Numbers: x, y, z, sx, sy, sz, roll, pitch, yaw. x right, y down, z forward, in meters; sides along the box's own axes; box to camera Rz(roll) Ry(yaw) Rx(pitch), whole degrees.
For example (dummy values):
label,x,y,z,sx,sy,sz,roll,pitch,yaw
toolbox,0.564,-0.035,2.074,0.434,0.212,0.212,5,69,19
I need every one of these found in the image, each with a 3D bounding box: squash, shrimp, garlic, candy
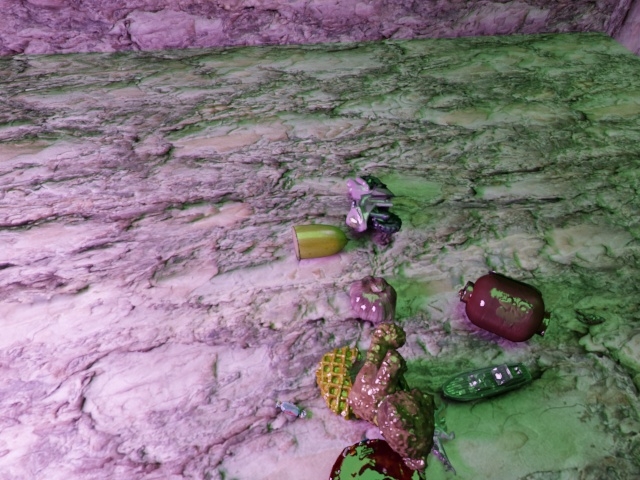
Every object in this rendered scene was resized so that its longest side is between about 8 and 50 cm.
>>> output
label,x,y,z,sx,sy,sz,roll,pitch,yaw
squash,0.000,0.000,1.418,0.186,0.123,0.123,-5,50,-7
shrimp,0.840,0.243,1.333,0.092,0.029,0.038,20,59,20
garlic,0.161,0.172,1.291,0.147,0.102,0.159,-14,51,-14
candy,-0.074,0.434,1.102,0.083,0.020,0.030,19,50,15

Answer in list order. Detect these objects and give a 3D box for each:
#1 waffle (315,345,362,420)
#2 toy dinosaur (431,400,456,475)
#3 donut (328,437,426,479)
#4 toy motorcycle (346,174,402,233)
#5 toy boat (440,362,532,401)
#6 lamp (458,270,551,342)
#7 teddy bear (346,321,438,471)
label,x,y,z,sx,sy,sz,roll,pitch,yaw
waffle,0.070,0.377,1.143,0.148,0.051,0.194,-17,52,-16
toy dinosaur,0.292,0.487,1.069,0.082,0.039,0.209,-7,39,-6
donut,0.129,0.572,0.953,0.234,0.089,0.235,2,48,-2
toy motorcycle,0.163,-0.133,1.531,0.187,0.143,0.327,-7,43,-10
toy boat,0.444,0.379,1.145,0.260,0.085,0.078,-8,51,-11
lamp,0.538,0.190,1.255,0.257,0.180,0.180,24,52,15
teddy bear,0.194,0.349,1.016,0.222,0.247,0.296,7,32,35
